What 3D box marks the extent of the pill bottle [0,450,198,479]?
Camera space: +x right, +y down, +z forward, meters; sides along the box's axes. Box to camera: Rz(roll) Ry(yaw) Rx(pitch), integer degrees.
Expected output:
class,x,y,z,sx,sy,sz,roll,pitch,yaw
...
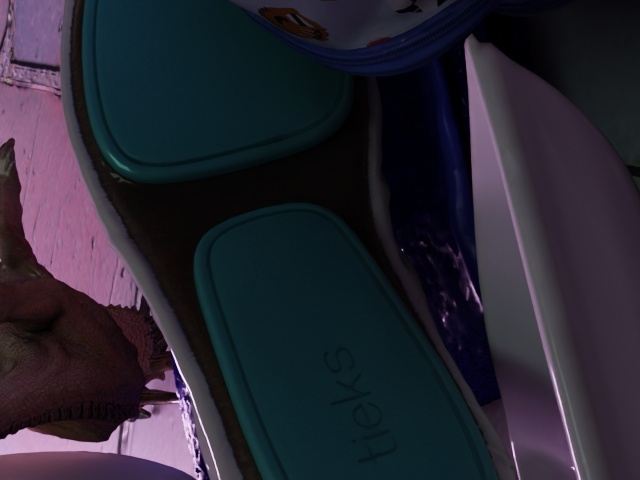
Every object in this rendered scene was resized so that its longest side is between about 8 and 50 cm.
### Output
class,x,y,z,sx,sy,sz,roll,pitch,yaw
pill bottle,-0.147,0.312,0.817,0.204,0.204,0.361,18,109,58

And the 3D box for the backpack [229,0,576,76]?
class,x,y,z,sx,sy,sz,roll,pitch,yaw
backpack,0.029,-0.201,0.567,0.263,0.213,0.276,-46,39,8

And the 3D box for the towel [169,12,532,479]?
class,x,y,z,sx,sy,sz,roll,pitch,yaw
towel,0.000,0.000,0.759,0.308,0.076,0.228,-38,55,51

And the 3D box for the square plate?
class,x,y,z,sx,sy,sz,roll,pitch,yaw
square plate,0.112,0.163,0.438,0.344,0.049,0.347,70,-174,-64

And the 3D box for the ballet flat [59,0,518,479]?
class,x,y,z,sx,sy,sz,roll,pitch,yaw
ballet flat,-0.026,0.004,0.631,0.139,0.139,0.400,-57,40,39

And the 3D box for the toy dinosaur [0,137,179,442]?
class,x,y,z,sx,sy,sz,roll,pitch,yaw
toy dinosaur,-0.150,0.069,0.880,0.127,0.200,0.296,-45,20,5
